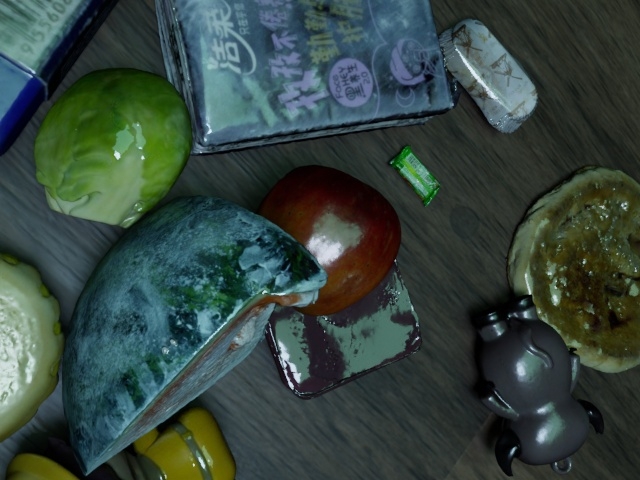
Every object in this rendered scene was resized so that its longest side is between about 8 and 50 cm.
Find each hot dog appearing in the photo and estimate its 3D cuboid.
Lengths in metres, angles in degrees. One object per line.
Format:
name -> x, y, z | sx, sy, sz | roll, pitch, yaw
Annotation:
hot dog -> 0.260, -0.257, 0.891 | 0.108, 0.059, 0.191 | -46, 102, -16

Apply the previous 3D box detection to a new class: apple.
apple -> 0.002, 0.004, 0.650 | 0.156, 0.147, 0.158 | 39, 73, -35

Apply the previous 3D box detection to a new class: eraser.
eraser -> -0.330, -0.248, 0.626 | 0.155, 0.101, 0.332 | 33, 76, -19

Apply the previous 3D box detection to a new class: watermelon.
watermelon -> -0.135, 0.106, 0.588 | 0.213, 0.320, 0.289 | 47, 57, -44

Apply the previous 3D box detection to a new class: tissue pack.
tissue pack -> -0.017, -0.261, 0.748 | 0.361, 0.122, 0.259 | -13, 90, -21

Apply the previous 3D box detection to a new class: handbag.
handbag -> 0.013, 0.077, 0.760 | 0.203, 0.074, 0.216 | -22, 93, -22

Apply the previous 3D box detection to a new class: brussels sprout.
brussels sprout -> -0.223, -0.105, 0.634 | 0.162, 0.144, 0.180 | 4, 83, -6

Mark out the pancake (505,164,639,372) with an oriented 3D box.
pancake -> 0.472, 0.044, 0.955 | 0.356, 0.065, 0.356 | 3, 81, -23

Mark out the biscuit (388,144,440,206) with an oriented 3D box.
biscuit -> 0.142, -0.097, 0.854 | 0.089, 0.016, 0.046 | 46, 73, -13

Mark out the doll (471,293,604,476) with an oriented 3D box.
doll -> 0.308, 0.216, 0.846 | 0.182, 0.117, 0.257 | -20, 92, -12

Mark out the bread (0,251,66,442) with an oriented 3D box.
bread -> -0.365, 0.108, 0.584 | 0.213, 0.105, 0.213 | 3, 82, -24

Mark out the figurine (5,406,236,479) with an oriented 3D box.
figurine -> -0.215, 0.274, 0.603 | 0.257, 0.167, 0.192 | -31, 87, -23
